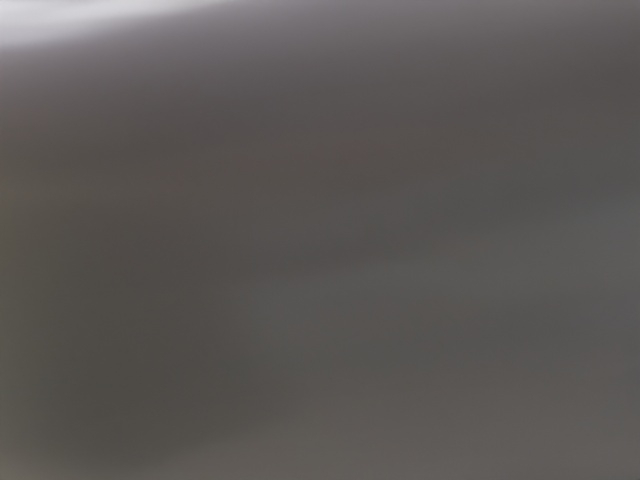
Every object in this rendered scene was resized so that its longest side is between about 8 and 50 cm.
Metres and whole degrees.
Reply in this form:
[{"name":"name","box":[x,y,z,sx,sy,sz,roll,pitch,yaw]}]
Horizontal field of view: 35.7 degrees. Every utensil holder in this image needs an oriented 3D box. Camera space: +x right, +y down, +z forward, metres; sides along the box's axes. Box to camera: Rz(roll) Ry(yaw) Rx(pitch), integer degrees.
[{"name":"utensil holder","box":[0.000,0.000,0.538,0.386,0.327,0.327,-7,19,9]}]
